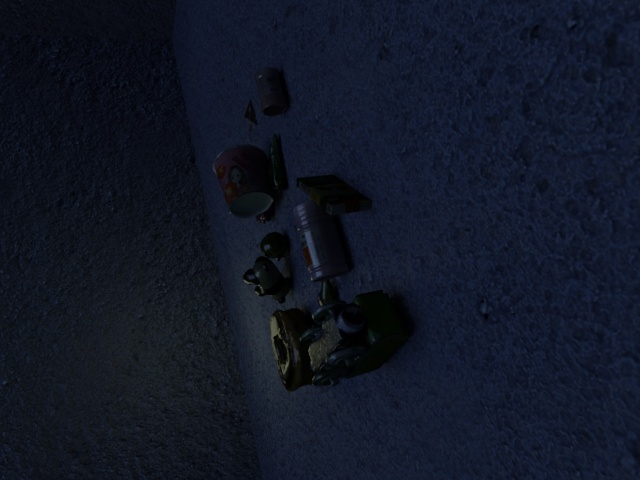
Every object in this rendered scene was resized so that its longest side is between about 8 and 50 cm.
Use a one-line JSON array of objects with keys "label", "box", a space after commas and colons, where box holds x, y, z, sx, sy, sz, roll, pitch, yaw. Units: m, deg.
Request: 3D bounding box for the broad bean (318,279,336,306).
[{"label": "broad bean", "box": [0.033, 0.276, 1.542, 0.075, 0.067, 0.325, -70, -28, -79]}]

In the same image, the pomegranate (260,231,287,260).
[{"label": "pomegranate", "box": [-0.195, 0.034, 1.881, 0.122, 0.122, 0.161, 49, 168, 47]}]

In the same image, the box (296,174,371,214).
[{"label": "box", "box": [0.034, -0.141, 1.287, 0.235, 0.132, 0.034, 46, 137, 51]}]

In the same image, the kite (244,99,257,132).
[{"label": "kite", "box": [-0.332, -0.584, 2.036, 0.190, 0.010, 0.159, 44, 138, 53]}]

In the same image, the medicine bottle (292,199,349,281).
[{"label": "medicine bottle", "box": [0.000, 0.000, 1.416, 0.133, 0.133, 0.250, -36, 67, 63]}]

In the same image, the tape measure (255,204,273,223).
[{"label": "tape measure", "box": [-0.262, -0.141, 1.983, 0.118, 0.074, 0.125, -20, 84, 64]}]

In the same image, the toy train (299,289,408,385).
[{"label": "toy train", "box": [0.090, 0.271, 1.186, 0.307, 0.248, 0.173, 112, 143, -48]}]

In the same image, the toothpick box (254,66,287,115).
[{"label": "toothpick box", "box": [-0.186, -0.559, 1.630, 0.098, 0.098, 0.149, -31, 71, 64]}]

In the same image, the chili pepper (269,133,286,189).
[{"label": "chili pepper", "box": [-0.177, -0.319, 1.764, 0.088, 0.059, 0.227, 14, 108, 63]}]

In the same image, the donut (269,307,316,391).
[{"label": "donut", "box": [-0.100, 0.438, 1.774, 0.330, 0.159, 0.330, 170, 90, -70]}]

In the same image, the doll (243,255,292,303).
[{"label": "doll", "box": [-0.223, 0.173, 1.882, 0.135, 0.143, 0.234, 14, 149, 41]}]

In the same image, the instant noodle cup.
[{"label": "instant noodle cup", "box": [-0.319, -0.242, 1.847, 0.243, 0.242, 0.231, 120, 138, -54]}]
